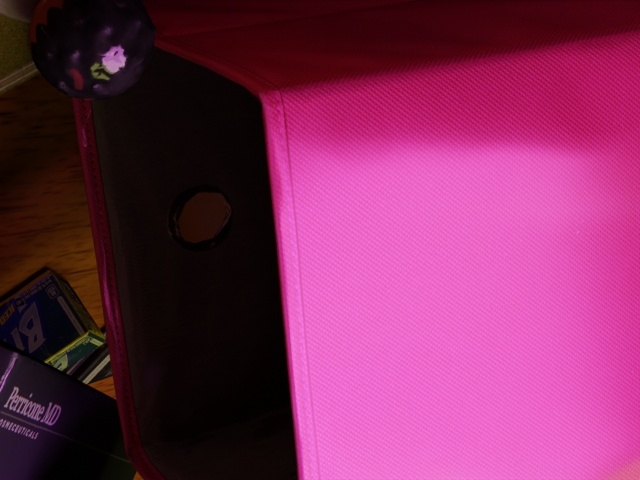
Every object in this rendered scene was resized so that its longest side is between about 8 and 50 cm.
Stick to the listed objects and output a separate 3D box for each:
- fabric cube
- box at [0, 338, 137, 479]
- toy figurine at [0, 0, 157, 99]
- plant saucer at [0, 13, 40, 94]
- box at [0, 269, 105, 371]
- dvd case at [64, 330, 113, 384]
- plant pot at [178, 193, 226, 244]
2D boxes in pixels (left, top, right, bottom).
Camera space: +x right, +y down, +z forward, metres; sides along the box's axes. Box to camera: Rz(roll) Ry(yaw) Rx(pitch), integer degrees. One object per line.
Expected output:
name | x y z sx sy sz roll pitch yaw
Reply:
fabric cube | 0.050 0.003 0.836 0.258 0.254 0.259 -14 -159 -22
box | -0.273 0.190 1.035 0.312 0.179 0.343 -62 168 -8
toy figurine | -0.060 -0.163 0.642 0.209 0.148 0.213 -32 159 -10
plant saucer | -0.192 -0.096 0.807 0.188 0.045 0.188 -31 165 -14
box | -0.243 0.094 1.269 0.169 0.059 0.054 -35 168 0
dvd case | -0.108 0.057 1.536 0.221 0.018 0.164 -18 159 -50
plant pot | 0.000 0.000 1.150 0.254 0.239 0.254 -33 166 -9
